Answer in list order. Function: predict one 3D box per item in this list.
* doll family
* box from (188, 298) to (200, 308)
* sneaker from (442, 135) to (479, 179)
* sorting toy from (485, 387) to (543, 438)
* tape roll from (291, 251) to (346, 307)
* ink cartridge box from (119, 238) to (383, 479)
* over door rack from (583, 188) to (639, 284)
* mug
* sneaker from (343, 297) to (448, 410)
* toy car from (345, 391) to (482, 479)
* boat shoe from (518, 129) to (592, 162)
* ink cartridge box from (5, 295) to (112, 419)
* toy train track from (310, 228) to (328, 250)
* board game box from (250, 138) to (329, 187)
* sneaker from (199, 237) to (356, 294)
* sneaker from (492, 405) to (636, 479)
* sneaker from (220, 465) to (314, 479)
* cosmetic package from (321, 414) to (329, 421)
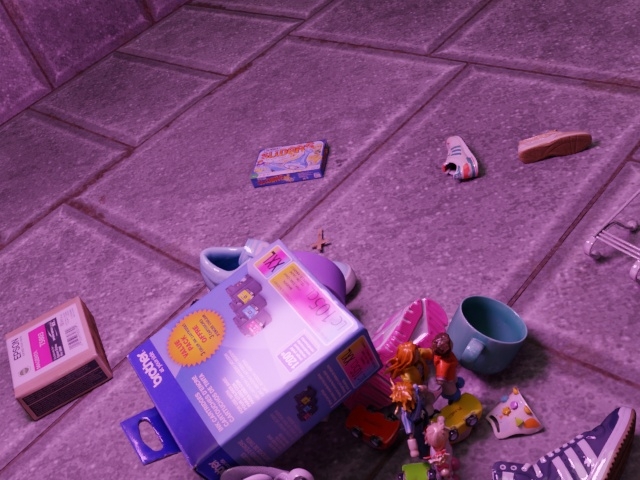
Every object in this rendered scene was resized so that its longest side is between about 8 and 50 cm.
[{"bbox_3d":[0.157,0.258,1.150,0.118,0.163,0.263,-7,41,18],"label":"doll family"},{"bbox_3d":[-0.227,0.209,1.561,0.190,0.045,0.184,1,41,26],"label":"box"},{"bbox_3d":[0.329,-0.203,1.781,0.075,0.057,0.161,-17,41,-5],"label":"sneaker"},{"bbox_3d":[0.320,0.297,1.226,0.075,0.045,0.083,-38,38,10],"label":"sorting toy"},{"bbox_3d":[-0.041,0.117,1.469,0.188,0.189,0.080,-12,39,11],"label":"tape roll"},{"bbox_3d":[-0.133,0.222,1.199,0.395,0.151,0.270,-40,49,-9],"label":"ink cartridge box"},{"bbox_3d":[0.698,-0.040,1.365,0.324,0.108,0.239,-50,43,-2],"label":"over door rack"},{"bbox_3d":[0.282,0.177,1.298,0.157,0.098,0.129,-2,38,-31],"label":"mug"},{"bbox_3d":[0.134,0.218,1.357,0.252,0.103,0.111,-45,0,-7],"label":"sneaker"},{"bbox_3d":[0.159,0.366,1.199,0.238,0.053,0.225,-11,40,14],"label":"toy car"},{"bbox_3d":[0.552,-0.235,1.714,0.169,0.063,0.059,-11,46,13],"label":"boat shoe"},{"bbox_3d":[-0.595,0.259,1.633,0.193,0.088,0.235,-29,40,-11],"label":"ink cartridge box"},{"bbox_3d":[0.000,0.000,1.728,0.048,0.014,0.083,-19,33,14],"label":"toy train track"},{"bbox_3d":[-0.083,-0.213,1.993,0.201,0.035,0.136,-7,41,16],"label":"board game box"},{"bbox_3d":[-0.108,0.068,1.587,0.365,0.150,0.135,-4,42,20],"label":"sneaker"},{"bbox_3d":[0.362,0.345,1.097,0.153,0.099,0.282,20,57,37],"label":"sneaker"},{"bbox_3d":[-0.145,0.462,1.098,0.365,0.210,0.137,-22,38,-1],"label":"sneaker"},{"bbox_3d":[-0.075,0.239,1.372,0.183,0.151,0.152,-3,43,20],"label":"cosmetic package"}]
